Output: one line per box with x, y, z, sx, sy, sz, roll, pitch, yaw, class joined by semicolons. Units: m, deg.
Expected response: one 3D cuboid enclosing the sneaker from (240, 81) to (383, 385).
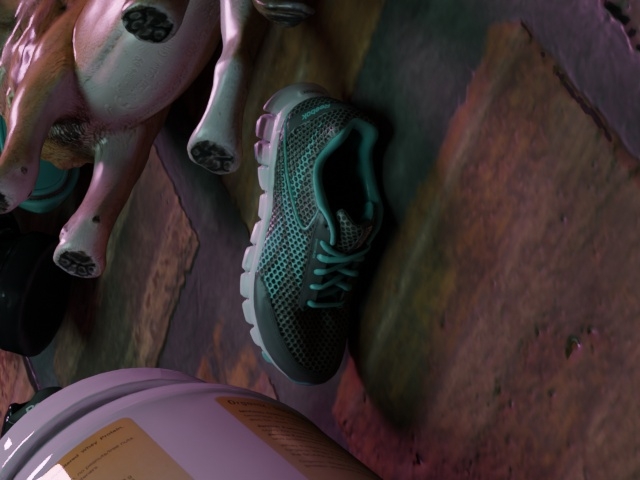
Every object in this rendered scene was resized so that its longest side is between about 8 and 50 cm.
0.000;0.000;0.991;0.076;0.065;0.166;14;108;57;sneaker

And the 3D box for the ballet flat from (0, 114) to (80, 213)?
-0.229;-0.138;1.393;0.087;0.083;0.247;137;127;-73;ballet flat

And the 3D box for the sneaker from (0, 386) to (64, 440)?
-0.192;0.164;1.361;0.234;0.078;0.106;4;100;64;sneaker

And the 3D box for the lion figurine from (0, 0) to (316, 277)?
-0.100;-0.134;1.097;0.392;0.142;0.240;-26;38;46;lion figurine

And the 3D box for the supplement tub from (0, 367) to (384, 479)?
-0.042;0.205;0.919;0.316;0.228;0.228;31;121;58;supplement tub

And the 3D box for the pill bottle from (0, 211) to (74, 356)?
-0.307;0.016;1.407;0.219;0.123;0.123;15;114;15;pill bottle
